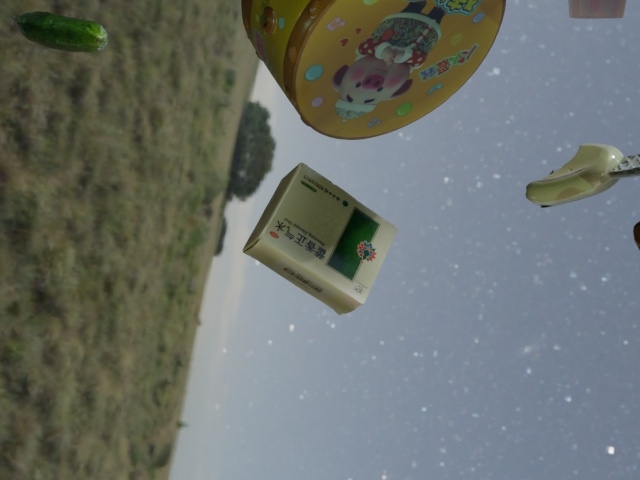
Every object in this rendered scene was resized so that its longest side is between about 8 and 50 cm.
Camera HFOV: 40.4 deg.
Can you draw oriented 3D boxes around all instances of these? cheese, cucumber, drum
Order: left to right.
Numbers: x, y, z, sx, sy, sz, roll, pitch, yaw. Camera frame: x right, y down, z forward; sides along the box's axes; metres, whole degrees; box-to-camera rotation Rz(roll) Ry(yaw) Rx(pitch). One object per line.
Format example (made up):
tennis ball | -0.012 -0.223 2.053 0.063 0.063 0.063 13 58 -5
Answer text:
cucumber | -0.268 -0.215 0.905 0.168 0.039 0.039 18 -79 38
drum | 0.093 -0.390 1.499 0.214 0.431 0.431 61 -30 31
cheese | 0.419 -0.103 1.269 0.127 0.050 0.235 -42 -162 -25

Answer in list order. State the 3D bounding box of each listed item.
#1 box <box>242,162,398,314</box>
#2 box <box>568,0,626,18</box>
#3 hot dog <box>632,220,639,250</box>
box | 0.000 0.000 1.480 0.168 0.212 0.095 -63 -165 -24
box | 0.354 -0.433 1.085 0.174 0.076 0.274 1 92 -75
hot dog | 0.489 0.062 0.992 0.107 0.326 0.194 -50 149 -11
